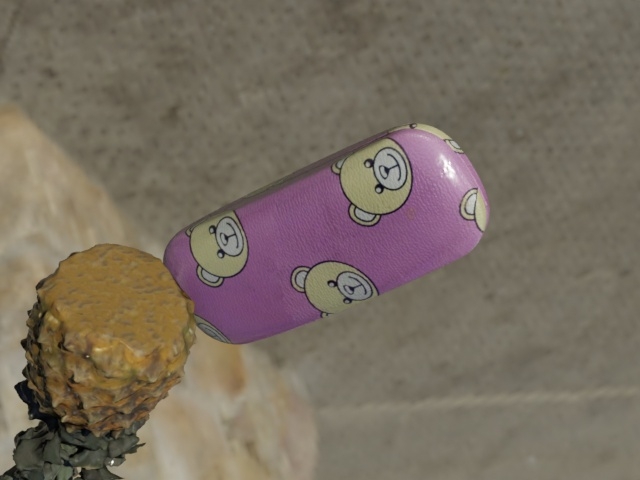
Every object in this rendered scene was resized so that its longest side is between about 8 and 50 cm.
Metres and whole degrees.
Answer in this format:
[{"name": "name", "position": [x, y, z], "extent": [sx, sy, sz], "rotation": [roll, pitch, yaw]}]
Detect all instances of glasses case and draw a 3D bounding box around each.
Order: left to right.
[{"name": "glasses case", "position": [0.000, 0.000, 1.576], "extent": [0.316, 0.123, 0.076], "rotation": [-24, -164, 33]}]

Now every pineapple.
[{"name": "pineapple", "position": [-0.179, 0.120, 1.389], "extent": [0.128, 0.128, 0.248], "rotation": [-2, 137, -29]}]
